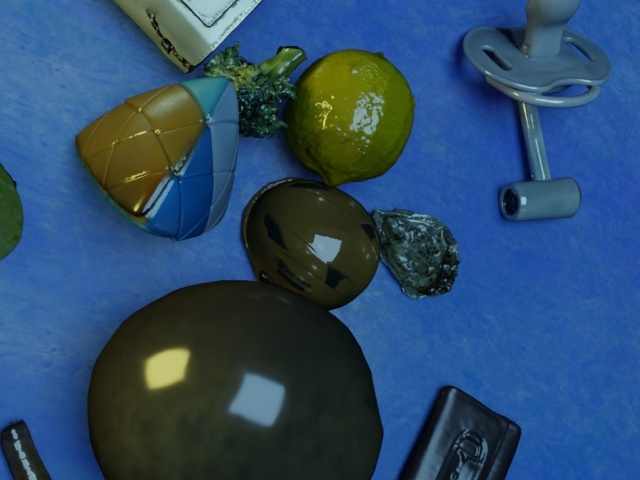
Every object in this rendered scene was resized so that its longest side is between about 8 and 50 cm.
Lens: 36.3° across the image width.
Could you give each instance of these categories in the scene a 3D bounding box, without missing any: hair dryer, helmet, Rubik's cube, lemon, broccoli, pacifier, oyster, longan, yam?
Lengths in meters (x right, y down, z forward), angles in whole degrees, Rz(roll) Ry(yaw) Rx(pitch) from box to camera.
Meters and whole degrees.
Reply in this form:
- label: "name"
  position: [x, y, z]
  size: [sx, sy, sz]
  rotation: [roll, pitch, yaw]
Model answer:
- label: "hair dryer"
  position: [0.371, -0.153, 1.705]
  size: [0.131, 0.073, 0.236]
  rotation: [-4, 84, -25]
- label: "helmet"
  position: [0.000, 0.000, 1.477]
  size: [0.224, 0.130, 0.198]
  rotation: [45, 65, -14]
- label: "Rubik's cube"
  position: [-0.229, -0.092, 1.374]
  size: [0.254, 0.254, 0.254]
  rotation: [3, 84, -26]
- label: "lemon"
  position: [0.045, -0.189, 1.480]
  size: [0.192, 0.192, 0.231]
  rotation: [26, 75, -21]
- label: "broccoli"
  position: [-0.091, -0.228, 1.423]
  size: [0.154, 0.167, 0.160]
  rotation: [42, 84, 10]
- label: "pacifier"
  position: [0.388, -0.340, 1.646]
  size: [0.279, 0.227, 0.207]
  rotation: [-11, 134, -27]
- label: "oyster"
  position: [0.158, 0.015, 1.593]
  size: [0.125, 0.064, 0.177]
  rotation: [-23, 106, -11]
- label: "longan"
  position: [-0.108, 0.227, 1.292]
  size: [0.405, 0.404, 0.336]
  rotation: [14, 43, -24]
- label: "yam"
  position: [-0.367, 0.365, 1.310]
  size: [0.046, 0.046, 0.264]
  rotation: [-24, 95, -26]

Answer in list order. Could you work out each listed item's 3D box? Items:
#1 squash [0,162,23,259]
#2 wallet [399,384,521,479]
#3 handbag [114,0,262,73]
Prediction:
- label: "squash"
  position: [-0.526, -0.048, 1.290]
  size: [0.204, 0.155, 0.237]
  rotation: [32, 70, 19]
- label: "wallet"
  position: [0.230, 0.371, 1.597]
  size: [0.182, 0.049, 0.229]
  rotation: [32, 71, -17]
- label: "handbag"
  position: [-0.236, -0.443, 1.392]
  size: [0.358, 0.160, 0.236]
  rotation: [45, 74, -14]
